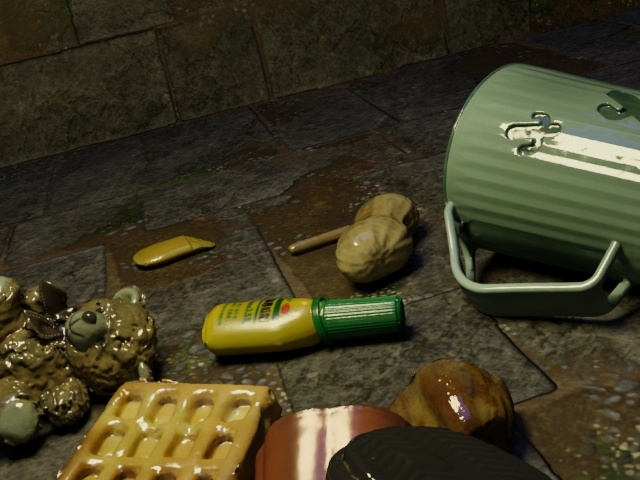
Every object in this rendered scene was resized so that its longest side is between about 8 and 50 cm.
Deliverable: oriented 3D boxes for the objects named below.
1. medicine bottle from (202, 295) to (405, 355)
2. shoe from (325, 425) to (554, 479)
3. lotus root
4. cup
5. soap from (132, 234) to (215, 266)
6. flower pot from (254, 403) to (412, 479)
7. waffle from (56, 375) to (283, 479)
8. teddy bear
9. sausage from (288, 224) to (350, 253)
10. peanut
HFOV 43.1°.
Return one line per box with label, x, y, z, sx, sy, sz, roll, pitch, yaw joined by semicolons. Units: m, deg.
medicine bottle;-0.024;0.126;1.234;0.309;0.076;0.111;-5;25;13
shoe;0.127;0.307;0.527;0.171;0.237;0.384;-5;28;-35
lotus root;0.153;0.204;0.943;0.159;0.095;0.135;-20;27;-3
cup;0.404;-0.053;1.240;0.310;0.400;0.392;13;6;-44
soap;-0.305;0.017;1.679;0.168;0.033;0.089;-20;27;-21
flower pot;0.020;0.276;0.751;0.191;0.190;0.173;-7;35;12
waffle;-0.175;0.283;0.858;0.224;0.098;0.327;1;30;14
teddy bear;-0.368;0.168;1.209;0.256;0.156;0.267;-15;62;-4
sausage;0.000;0.000;1.577;0.132;0.024;0.024;-19;24;-15
peanut;0.111;-0.012;1.439;0.125;0.111;0.274;1;26;19
